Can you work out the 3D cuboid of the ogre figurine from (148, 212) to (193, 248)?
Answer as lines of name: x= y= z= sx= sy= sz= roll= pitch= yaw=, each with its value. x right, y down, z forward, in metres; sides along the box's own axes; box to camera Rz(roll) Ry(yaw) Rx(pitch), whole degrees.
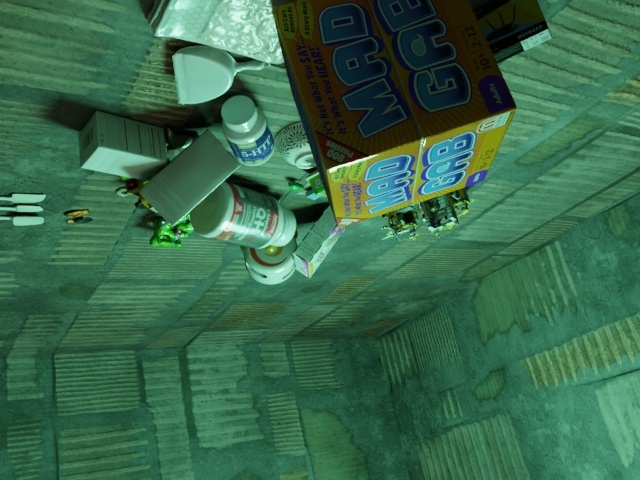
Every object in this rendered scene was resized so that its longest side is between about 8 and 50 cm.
ogre figurine: x=-0.476 y=-0.032 z=2.072 sx=0.118 sy=0.097 sz=0.197 roll=-10 pitch=172 yaw=-38

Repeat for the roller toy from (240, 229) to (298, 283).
roller toy: x=-0.173 y=0.047 z=2.288 sx=0.209 sy=0.191 sz=0.146 roll=-9 pitch=157 yaw=-7

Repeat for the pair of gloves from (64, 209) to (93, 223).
pair of gloves: x=-0.731 y=-0.070 z=1.955 sx=0.074 sy=0.010 sz=0.083 roll=-8 pitch=158 yaw=-12

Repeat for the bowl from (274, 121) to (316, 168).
bowl: x=-0.039 y=-0.251 z=1.791 sx=0.170 sy=0.080 sz=0.170 roll=-11 pitch=159 yaw=-4

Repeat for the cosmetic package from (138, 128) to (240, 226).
cosmetic package: x=-0.329 y=-0.161 z=1.635 sx=0.238 sy=0.127 sz=0.107 roll=-41 pitch=-166 yaw=-4

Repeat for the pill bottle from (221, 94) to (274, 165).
pill bottle: x=-0.184 y=-0.275 z=1.614 sx=0.112 sy=0.112 sz=0.187 roll=-13 pitch=158 yaw=3

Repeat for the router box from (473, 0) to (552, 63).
router box: x=0.399 y=-0.467 z=1.428 sx=0.179 sy=0.133 sz=0.046 roll=-23 pitch=156 yaw=23

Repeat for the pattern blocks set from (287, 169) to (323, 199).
pattern blocks set: x=0.059 y=-0.217 z=1.988 sx=0.325 sy=0.026 sz=0.285 roll=-22 pitch=158 yaw=20

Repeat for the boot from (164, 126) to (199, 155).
boot: x=-0.354 y=-0.259 z=1.668 sx=0.087 sy=0.042 sz=0.118 roll=-13 pitch=158 yaw=-17

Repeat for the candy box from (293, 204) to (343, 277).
candy box: x=0.000 y=0.000 z=2.245 sx=0.233 sy=0.071 sz=0.159 roll=-53 pitch=166 yaw=-17

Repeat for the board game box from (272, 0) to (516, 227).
board game box: x=0.140 y=-0.288 z=1.347 sx=0.356 sy=0.356 sz=0.356 roll=-19 pitch=163 yaw=0

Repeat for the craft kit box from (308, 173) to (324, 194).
craft kit box: x=0.131 y=-0.212 z=1.824 sx=0.246 sy=0.061 sz=0.250 roll=-30 pitch=174 yaw=32

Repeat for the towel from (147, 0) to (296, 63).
towel: x=-0.132 y=-0.477 z=1.236 sx=0.317 sy=0.053 sz=0.332 roll=2 pitch=155 yaw=-32

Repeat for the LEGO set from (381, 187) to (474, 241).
LEGO set: x=0.385 y=-0.071 z=2.296 sx=0.331 sy=0.192 sz=0.255 roll=-21 pitch=156 yaw=20

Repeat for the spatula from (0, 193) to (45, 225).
spatula: x=-0.905 y=-0.086 z=1.813 sx=0.242 sy=0.019 sz=0.168 roll=-1 pitch=156 yaw=-26

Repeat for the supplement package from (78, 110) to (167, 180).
supplement package: x=-0.482 y=-0.228 z=1.579 sx=0.179 sy=0.105 sz=0.105 roll=10 pitch=149 yaw=-42

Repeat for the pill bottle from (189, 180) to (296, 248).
pill bottle: x=-0.229 y=-0.071 z=1.998 sx=0.176 sy=0.176 sz=0.318 roll=-28 pitch=153 yaw=33

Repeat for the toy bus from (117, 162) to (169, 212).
toy bus: x=-0.465 y=-0.134 z=1.816 sx=0.191 sy=0.104 sz=0.202 roll=-3 pitch=156 yaw=-22

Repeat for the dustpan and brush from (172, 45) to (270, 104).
dustpan and brush: x=-0.215 y=-0.377 z=1.441 sx=0.211 sy=0.060 sz=0.147 roll=-3 pitch=144 yaw=-7
